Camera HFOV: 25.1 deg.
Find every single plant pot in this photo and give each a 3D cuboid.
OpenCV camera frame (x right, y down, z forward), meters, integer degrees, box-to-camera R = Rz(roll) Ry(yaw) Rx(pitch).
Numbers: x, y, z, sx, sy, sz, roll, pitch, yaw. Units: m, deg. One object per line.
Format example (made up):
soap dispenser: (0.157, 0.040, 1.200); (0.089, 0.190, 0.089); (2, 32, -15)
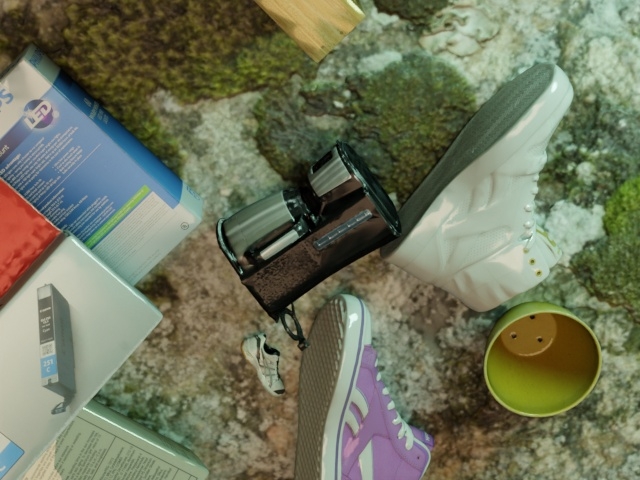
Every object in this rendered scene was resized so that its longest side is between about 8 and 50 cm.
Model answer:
plant pot: (0.249, 0.123, 1.661); (0.134, 0.095, 0.134); (-1, 111, -2)

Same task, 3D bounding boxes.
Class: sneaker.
sneaker: (0.061, 0.196, 1.696); (0.161, 0.102, 0.282); (0, 108, -23)
sneaker: (-0.060, 0.147, 1.691); (0.037, 0.032, 0.083); (-29, 111, 9)
sneaker: (0.218, -0.050, 1.593); (0.169, 0.108, 0.292); (32, 117, -16)

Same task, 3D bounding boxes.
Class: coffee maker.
coffee maker: (0.000, 0.000, 1.601); (0.178, 0.120, 0.171); (-31, 128, 11)

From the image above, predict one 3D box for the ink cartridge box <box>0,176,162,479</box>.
ink cartridge box: (-0.361, 0.104, 1.509); (0.261, 0.066, 0.296); (43, 84, -17)

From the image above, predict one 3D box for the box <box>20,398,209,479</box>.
box: (-0.302, 0.244, 1.642); (0.311, 0.121, 0.148); (32, 86, -17)

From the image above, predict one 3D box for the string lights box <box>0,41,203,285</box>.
string lights box: (-0.266, -0.075, 1.568); (0.133, 0.077, 0.259); (-42, 108, 13)

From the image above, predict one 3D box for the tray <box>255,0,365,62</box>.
tray: (-0.126, -0.362, 1.391); (0.076, 0.203, 0.411); (-42, 108, 12)
